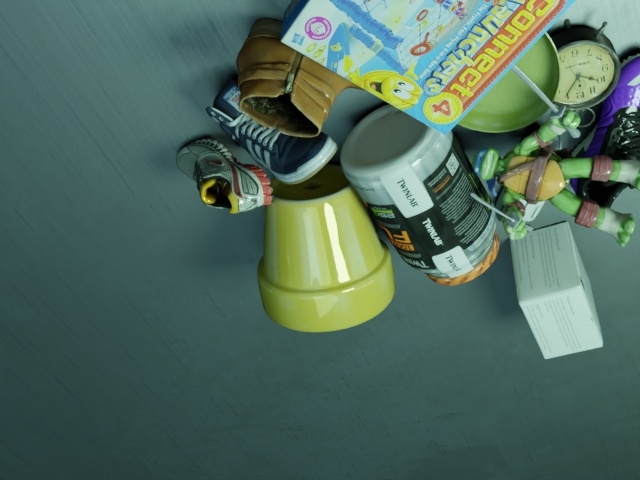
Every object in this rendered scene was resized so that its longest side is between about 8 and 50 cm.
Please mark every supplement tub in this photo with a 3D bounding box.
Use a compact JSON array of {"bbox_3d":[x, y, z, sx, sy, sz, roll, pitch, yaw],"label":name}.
[{"bbox_3d":[0.185,-0.075,1.510,0.193,0.194,0.316,-21,129,21],"label":"supplement tub"}]

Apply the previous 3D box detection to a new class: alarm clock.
[{"bbox_3d":[0.418,-0.264,1.409,0.129,0.064,0.192,-11,129,13],"label":"alarm clock"}]

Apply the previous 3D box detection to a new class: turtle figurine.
[{"bbox_3d":[0.366,-0.093,1.342,0.266,0.198,0.275,16,157,9],"label":"turtle figurine"}]

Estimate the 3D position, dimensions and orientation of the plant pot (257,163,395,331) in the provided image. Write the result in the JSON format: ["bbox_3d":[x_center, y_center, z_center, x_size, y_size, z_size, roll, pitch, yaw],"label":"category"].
[{"bbox_3d":[0.000,0.000,1.576,0.254,0.254,0.239,-5,117,7],"label":"plant pot"}]

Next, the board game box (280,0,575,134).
[{"bbox_3d":[0.150,-0.338,1.221,0.302,0.086,0.308,26,131,-20],"label":"board game box"}]

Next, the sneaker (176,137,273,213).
[{"bbox_3d":[-0.185,-0.112,1.507,0.225,0.092,0.088,27,132,41],"label":"sneaker"}]

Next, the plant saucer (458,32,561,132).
[{"bbox_3d":[0.265,-0.281,1.379,0.241,0.037,0.241,16,137,16],"label":"plant saucer"}]

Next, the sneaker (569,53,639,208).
[{"bbox_3d":[0.509,-0.162,1.444,0.102,0.146,0.293,9,133,-6],"label":"sneaker"}]

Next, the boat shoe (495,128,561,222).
[{"bbox_3d":[0.387,-0.116,1.553,0.075,0.083,0.226,1,145,-16],"label":"boat shoe"}]

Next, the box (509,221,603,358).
[{"bbox_3d":[0.454,0.097,1.667,0.119,0.182,0.181,-16,130,20],"label":"box"}]

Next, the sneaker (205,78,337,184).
[{"bbox_3d":[-0.088,-0.185,1.397,0.099,0.282,0.153,-46,117,-9],"label":"sneaker"}]

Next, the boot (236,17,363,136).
[{"bbox_3d":[0.009,-0.245,1.341,0.283,0.220,0.109,16,132,-12],"label":"boot"}]
